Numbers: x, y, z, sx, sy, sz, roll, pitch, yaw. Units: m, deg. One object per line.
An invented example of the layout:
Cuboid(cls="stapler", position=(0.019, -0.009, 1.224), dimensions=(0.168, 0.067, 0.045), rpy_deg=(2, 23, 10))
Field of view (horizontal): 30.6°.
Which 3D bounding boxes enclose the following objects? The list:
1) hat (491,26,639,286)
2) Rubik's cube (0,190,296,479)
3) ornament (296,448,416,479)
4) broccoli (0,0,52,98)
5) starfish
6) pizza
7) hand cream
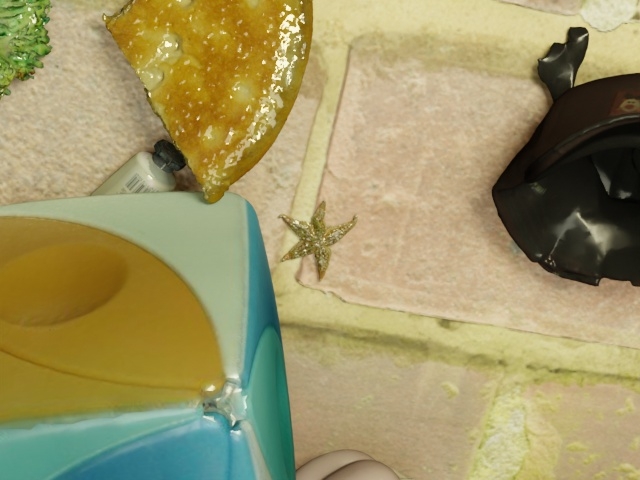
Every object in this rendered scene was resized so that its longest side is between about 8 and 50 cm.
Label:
Cuboid(cls="hat", position=(0.299, -0.095, 1.064), dimensions=(0.238, 0.336, 0.209), rpy_deg=(20, 74, 8))
Cuboid(cls="Rubik's cube", position=(-0.206, 0.180, 1.089), dimensions=(0.352, 0.347, 0.351), rpy_deg=(-8, 123, 3))
Cuboid(cls="ornament", position=(0.037, 0.314, 1.271), dimensions=(0.178, 0.177, 0.177), rpy_deg=(-1, 114, -1))
Cuboid(cls="broccoli", position=(-0.344, -0.183, 1.032), dimensions=(0.220, 0.194, 0.194), rpy_deg=(-13, 113, -2))
Cuboid(cls="starfish", position=(0.000, 0.000, 1.217), dimensions=(0.092, 0.016, 0.086), rpy_deg=(-23, 114, 6))
Cuboid(cls="pizza", position=(-0.105, -0.182, 1.089), dimensions=(0.197, 0.058, 0.292), rpy_deg=(8, 93, 11))
Cuboid(cls="hand cream", position=(-0.224, -0.011, 1.192), dimensions=(0.080, 0.050, 0.234), rpy_deg=(38, 112, -24))
